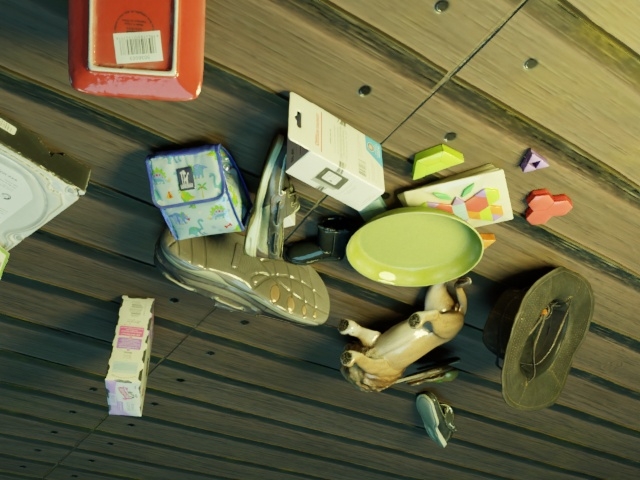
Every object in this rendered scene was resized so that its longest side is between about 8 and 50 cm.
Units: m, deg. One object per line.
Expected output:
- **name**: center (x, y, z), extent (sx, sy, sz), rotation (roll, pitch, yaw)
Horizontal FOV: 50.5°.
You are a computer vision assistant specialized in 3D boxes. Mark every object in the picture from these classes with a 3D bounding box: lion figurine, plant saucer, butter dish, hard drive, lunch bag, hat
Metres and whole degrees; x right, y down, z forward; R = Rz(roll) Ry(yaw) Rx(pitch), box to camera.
- **lion figurine**: center (0.185, 0.201, 1.423), extent (0.392, 0.142, 0.240), rotation (-28, 142, 25)
- **plant saucer**: center (0.167, 0.007, 1.212), extent (0.241, 0.037, 0.241), rotation (2, 147, 1)
- **butter dish**: center (-0.223, -0.257, 0.852), extent (0.160, 0.118, 0.159), rotation (3, 98, -6)
- **hard drive**: center (-0.574, -0.080, 1.106), extent (0.339, 0.064, 0.237), rotation (-26, 135, 30)
- **lunch bag**: center (-0.195, -0.082, 1.091), extent (0.129, 0.096, 0.151), rotation (-8, 127, 13)
- **hat**: center (0.415, 0.187, 1.381), extent (0.134, 0.331, 0.331), rotation (19, 161, 44)

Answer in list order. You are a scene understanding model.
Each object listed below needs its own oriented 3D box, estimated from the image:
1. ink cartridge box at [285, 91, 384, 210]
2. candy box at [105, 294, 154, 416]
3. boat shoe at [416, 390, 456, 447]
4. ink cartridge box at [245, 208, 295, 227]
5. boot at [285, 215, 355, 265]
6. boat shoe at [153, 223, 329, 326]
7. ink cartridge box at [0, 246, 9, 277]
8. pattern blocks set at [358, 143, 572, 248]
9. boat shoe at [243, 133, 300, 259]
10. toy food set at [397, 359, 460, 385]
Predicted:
- **ink cartridge box**: center (0.008, -0.132, 1.016), extent (0.180, 0.104, 0.060), rotation (26, 136, -29)
- **candy box**: center (-0.393, 0.241, 1.411), extent (0.070, 0.196, 0.164), rotation (7, 141, -10)
- **boat shoe**: center (0.316, 0.468, 1.832), extent (0.079, 0.084, 0.233), rotation (-38, 134, -14)
- **ink cartridge box**: center (-0.087, -0.043, 1.172), extent (0.083, 0.048, 0.028), rotation (-13, 140, 16)
- **boot**: center (0.000, 0.000, 1.233), extent (0.121, 0.045, 0.099), rotation (-2, 145, -10)
- **boat shoe**: center (-0.145, 0.067, 1.270), extent (0.356, 0.132, 0.130), rotation (30, 143, -21)
- **ink cartridge box**: center (-0.627, -0.002, 1.102), extent (0.109, 0.062, 0.209), rotation (-15, 139, 17)
- **pattern blocks set**: center (0.240, -0.061, 1.174), extent (0.325, 0.026, 0.285), rotation (-23, 137, 27)
- **boat shoe**: center (-0.069, -0.064, 1.090), extent (0.074, 0.080, 0.223), rotation (15, 121, -4)
- **toy food set**: center (0.254, 0.319, 1.576), extent (0.133, 0.038, 0.192), rotation (-21, 169, 24)
